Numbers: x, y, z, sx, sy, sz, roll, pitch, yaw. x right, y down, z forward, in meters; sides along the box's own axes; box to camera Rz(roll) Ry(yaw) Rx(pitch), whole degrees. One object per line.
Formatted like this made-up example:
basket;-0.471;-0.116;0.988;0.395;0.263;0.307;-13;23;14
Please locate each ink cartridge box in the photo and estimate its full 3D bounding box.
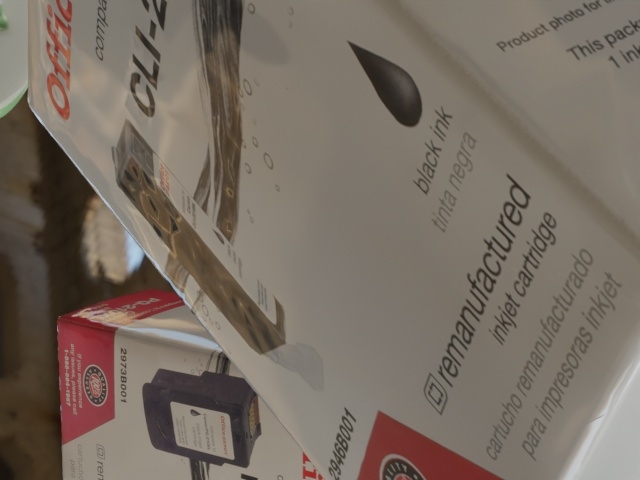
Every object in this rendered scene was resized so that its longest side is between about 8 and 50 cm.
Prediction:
ink cartridge box;-0.049;0.138;0.946;0.237;0.100;0.172;9;-74;36
ink cartridge box;0.022;-0.043;0.460;0.273;0.114;0.197;50;-31;26

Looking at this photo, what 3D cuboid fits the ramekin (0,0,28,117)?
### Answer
ramekin;-0.359;-0.206;1.190;0.148;0.303;0.303;-13;-118;27
